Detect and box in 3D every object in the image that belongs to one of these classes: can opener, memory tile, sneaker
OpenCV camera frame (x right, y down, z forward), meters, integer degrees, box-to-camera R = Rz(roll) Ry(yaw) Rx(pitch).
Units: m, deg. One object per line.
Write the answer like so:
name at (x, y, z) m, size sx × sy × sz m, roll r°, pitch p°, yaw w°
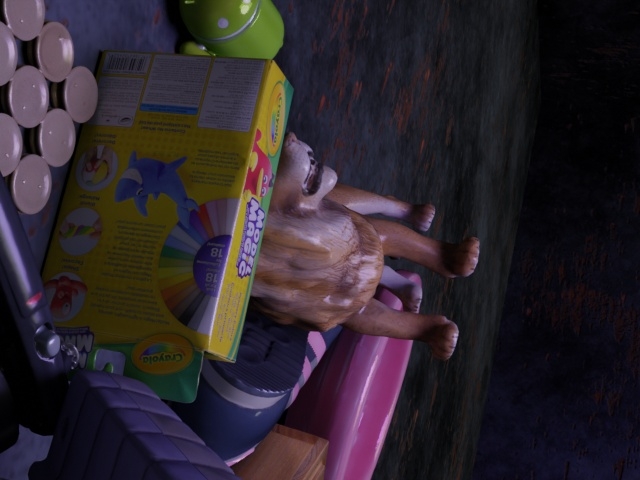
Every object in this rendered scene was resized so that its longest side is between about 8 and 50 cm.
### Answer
can opener at (-0.175, 0.033, 0.484) m, size 0.073 × 0.059 × 0.186 m, roll -53°, pitch 145°, yaw -61°
memory tile at (-0.180, -0.094, 0.501) m, size 0.148 × 0.012 × 0.113 m, roll 67°, pitch 35°, yaw -54°
sneaker at (-0.063, 0.108, 0.812) m, size 0.131 × 0.112 × 0.319 m, roll -58°, pitch 173°, yaw 17°

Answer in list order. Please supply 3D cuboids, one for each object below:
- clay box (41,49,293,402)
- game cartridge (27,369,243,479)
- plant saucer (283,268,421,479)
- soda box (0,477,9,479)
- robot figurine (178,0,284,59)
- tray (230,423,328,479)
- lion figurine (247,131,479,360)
clay box at (-0.103, -0.011, 0.571) m, size 0.053 × 0.127 × 0.222 m, roll 42°, pitch 58°, yaw -68°
game cartridge at (-0.126, 0.259, 0.409) m, size 0.230 × 0.068 × 0.355 m, roll 16°, pitch -92°, yaw 65°
plant saucer at (0.032, 0.187, 1.023) m, size 0.332 × 0.084 × 0.332 m, roll 17°, pitch 90°, yaw -76°
soda box at (-0.237, 0.168, 0.304) m, size 0.286 × 0.091 × 0.098 m, roll -15°, pitch 109°, yaw -70°
robot figurine at (-0.070, -0.178, 0.701) m, size 0.101 × 0.067 × 0.115 m, roll -51°, pitch 158°, yaw -1°
tray at (-0.077, 0.393, 0.783) m, size 0.203 × 0.076 × 0.411 m, roll -44°, pitch 143°, yaw -62°
lion figurine at (0.000, 0.000, 0.796) m, size 0.392 × 0.240 × 0.142 m, roll -156°, pitch -98°, yaw -85°
